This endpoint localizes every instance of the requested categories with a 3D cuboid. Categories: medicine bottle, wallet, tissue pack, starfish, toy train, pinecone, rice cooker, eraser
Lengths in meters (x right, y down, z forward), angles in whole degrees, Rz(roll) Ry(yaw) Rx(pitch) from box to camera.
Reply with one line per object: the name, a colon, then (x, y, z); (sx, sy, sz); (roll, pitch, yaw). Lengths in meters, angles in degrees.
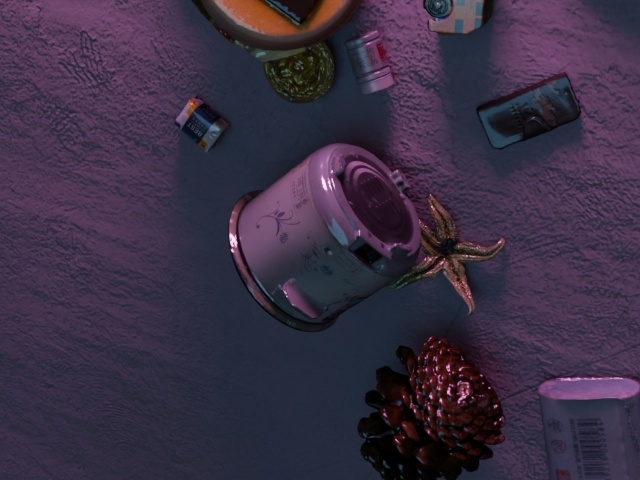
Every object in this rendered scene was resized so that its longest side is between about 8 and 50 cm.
medicine bottle: (0.079, -0.289, 1.583); (0.058, 0.058, 0.091); (-12, 106, 25)
wallet: (0.330, -0.203, 1.543); (0.157, 0.018, 0.082); (-19, 104, 26)
tissue pack: (-0.213, -0.208, 1.743); (0.083, 0.042, 0.062); (42, 118, 1)
starfish: (0.206, 0.028, 1.663); (0.217, 0.050, 0.223); (-25, 88, 5)
toy train: (0.212, -0.403, 1.475); (0.099, 0.072, 0.188); (10, 115, 18)
pinecone: (0.174, 0.314, 1.700); (0.246, 0.246, 0.292); (41, 130, 2)
rice cooker: (0.000, 0.000, 1.605); (0.264, 0.316, 0.317); (35, 125, -30)
eraser: (0.476, 0.353, 1.680); (0.174, 0.081, 0.227); (-5, 109, 19)

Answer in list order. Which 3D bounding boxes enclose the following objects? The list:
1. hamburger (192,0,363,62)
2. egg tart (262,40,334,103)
hamburger: (-0.063, -0.433, 1.502); (0.302, 0.170, 0.302); (0, 101, 0)
egg tart: (-0.034, -0.292, 1.634); (0.129, 0.049, 0.128); (7, 116, 15)
